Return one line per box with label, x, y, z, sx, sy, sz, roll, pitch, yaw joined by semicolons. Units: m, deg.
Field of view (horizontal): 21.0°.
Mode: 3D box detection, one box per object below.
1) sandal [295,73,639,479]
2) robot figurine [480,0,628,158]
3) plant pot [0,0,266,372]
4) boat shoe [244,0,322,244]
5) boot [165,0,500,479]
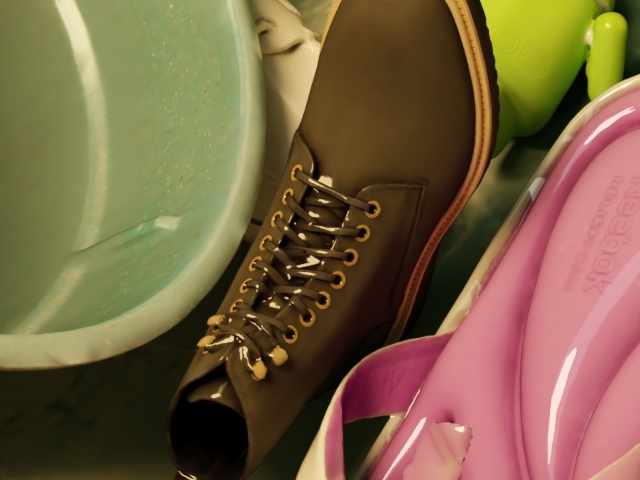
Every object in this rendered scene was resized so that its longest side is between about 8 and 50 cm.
sandal;0.054;0.086;0.625;0.169;0.102;0.416;-1;51;40
robot figurine;0.087;-0.093;0.770;0.101;0.067;0.115;21;69;33
plant pot;-0.256;-0.050;0.717;0.334;0.341;0.341;-29;47;37
boat shoe;-0.047;-0.085;0.813;0.096;0.088;0.267;-40;51;-4
boot;0.000;0.000;0.646;0.077;0.198;0.137;22;39;22
